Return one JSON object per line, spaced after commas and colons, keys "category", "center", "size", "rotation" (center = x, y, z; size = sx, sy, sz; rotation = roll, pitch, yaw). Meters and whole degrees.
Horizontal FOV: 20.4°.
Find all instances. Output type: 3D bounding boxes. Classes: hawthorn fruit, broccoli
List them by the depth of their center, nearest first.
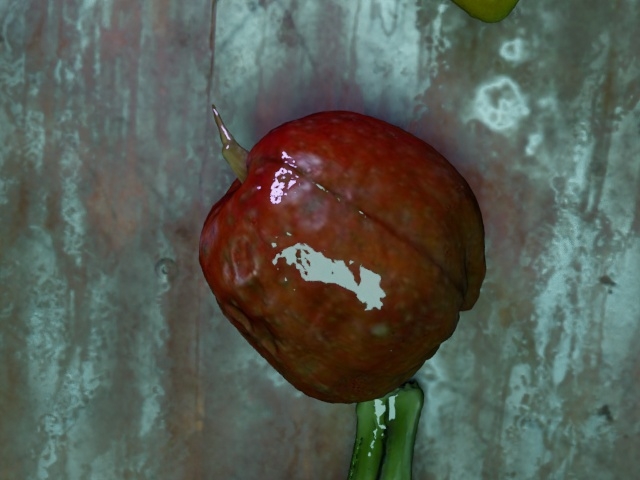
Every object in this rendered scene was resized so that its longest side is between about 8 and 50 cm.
{"category": "hawthorn fruit", "center": [0.018, 0.015, 1.597], "size": [0.262, 0.258, 0.258], "rotation": [20, 110, -32]}
{"category": "broccoli", "center": [0.027, 0.281, 1.710], "size": [0.177, 0.198, 0.275], "rotation": [6, 106, 50]}

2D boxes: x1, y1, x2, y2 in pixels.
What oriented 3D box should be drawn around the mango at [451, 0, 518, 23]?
{"category": "mango", "center": [0.087, -0.330, 1.543], "size": [0.176, 0.119, 0.317], "rotation": [-35, 107, 6]}
